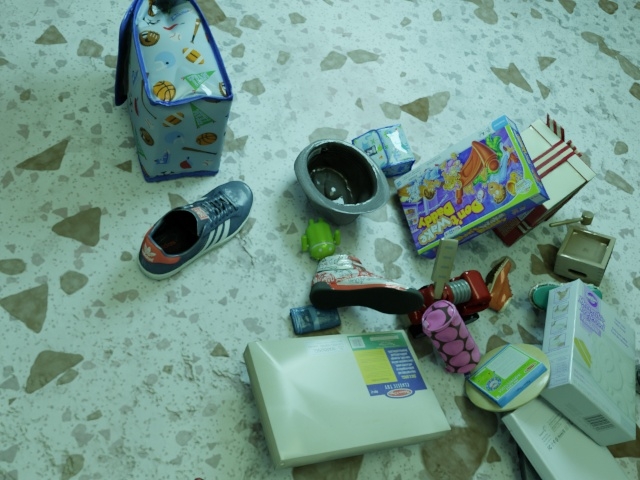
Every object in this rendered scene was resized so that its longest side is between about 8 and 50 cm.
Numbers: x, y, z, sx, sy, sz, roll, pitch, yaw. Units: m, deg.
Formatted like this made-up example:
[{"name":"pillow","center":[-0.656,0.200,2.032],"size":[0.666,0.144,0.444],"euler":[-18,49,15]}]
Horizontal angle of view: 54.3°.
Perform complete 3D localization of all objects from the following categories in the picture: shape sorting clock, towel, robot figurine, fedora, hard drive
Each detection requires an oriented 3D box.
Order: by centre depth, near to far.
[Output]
[{"name":"hard drive","center":[0.589,0.511,1.451],"size":[0.233,0.047,0.353],"euler":[-21,72,-44]},{"name":"shape sorting clock","center":[0.444,0.325,1.484],"size":[0.206,0.206,0.040],"euler":[-47,114,-32]},{"name":"towel","center":[-0.012,0.185,1.504],"size":[0.119,0.029,0.067],"euler":[-8,65,-22]},{"name":"robot figurine","center":[0.000,0.000,1.589],"size":[0.101,0.067,0.115],"euler":[-8,65,-10]},{"name":"fedora","center":[0.044,-0.137,1.646],"size":[0.244,0.124,0.275],"euler":[-16,59,-27]}]

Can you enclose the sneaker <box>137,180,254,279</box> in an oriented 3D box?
[{"name":"sneaker","center":[-0.279,-0.049,1.482],"size":[0.131,0.148,0.350],"euler":[40,58,7]}]

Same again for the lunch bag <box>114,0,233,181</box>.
[{"name":"lunch bag","center":[-0.379,-0.393,1.543],"size":[0.239,0.328,0.385],"euler":[-8,66,-23]}]

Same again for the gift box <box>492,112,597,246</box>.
[{"name":"gift box","center":[0.580,-0.186,1.767],"size":[0.258,0.255,0.276],"euler":[-30,78,-27]}]

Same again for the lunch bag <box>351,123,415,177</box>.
[{"name":"lunch bag","center":[0.175,-0.248,1.774],"size":[0.151,0.096,0.128],"euler":[-14,68,-8]}]

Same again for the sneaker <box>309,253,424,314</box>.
[{"name":"sneaker","center":[0.114,0.097,1.510],"size":[0.270,0.090,0.145],"euler":[2,38,8]}]

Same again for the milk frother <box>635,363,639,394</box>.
[{"name":"milk frother","center":[0.846,0.355,1.614],"size":[0.143,0.134,0.129],"euler":[20,58,-5]}]

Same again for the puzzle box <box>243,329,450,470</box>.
[{"name":"puzzle box","center":[0.058,0.332,1.361],"size":[0.409,0.052,0.272],"euler":[0,47,-26]}]

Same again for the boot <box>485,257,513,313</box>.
[{"name":"boot","center":[0.488,0.121,1.683],"size":[0.085,0.059,0.158],"euler":[34,66,0]}]

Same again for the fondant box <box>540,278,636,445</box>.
[{"name":"fondant box","center":[0.663,0.294,1.538],"size":[0.238,0.096,0.330],"euler":[40,46,-15]}]

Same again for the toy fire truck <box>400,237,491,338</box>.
[{"name":"toy fire truck","center":[0.318,0.108,1.521],"size":[0.217,0.246,0.158],"euler":[-11,66,-22]}]

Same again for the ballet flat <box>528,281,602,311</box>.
[{"name":"ballet flat","center":[0.654,0.154,1.705],"size":[0.241,0.077,0.091],"euler":[5,95,-19]}]

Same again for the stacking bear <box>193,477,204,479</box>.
[{"name":"stacking bear","center":[-0.139,0.581,1.175],"size":[0.289,0.175,0.164],"euler":[30,64,-11]}]

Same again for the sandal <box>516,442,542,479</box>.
[{"name":"sandal","center":[0.510,0.476,1.497],"size":[0.097,0.054,0.254],"euler":[26,47,-11]}]

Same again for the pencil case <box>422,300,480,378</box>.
[{"name":"pencil case","center":[0.307,0.234,1.478],"size":[0.098,0.209,0.095],"euler":[-28,37,8]}]

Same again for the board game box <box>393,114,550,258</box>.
[{"name":"board game box","center":[0.383,-0.132,1.629],"size":[0.078,0.347,0.233],"euler":[17,50,-50]}]

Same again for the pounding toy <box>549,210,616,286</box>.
[{"name":"pounding toy","center":[0.742,0.012,1.797],"size":[0.181,0.094,0.206],"euler":[19,53,26]}]
